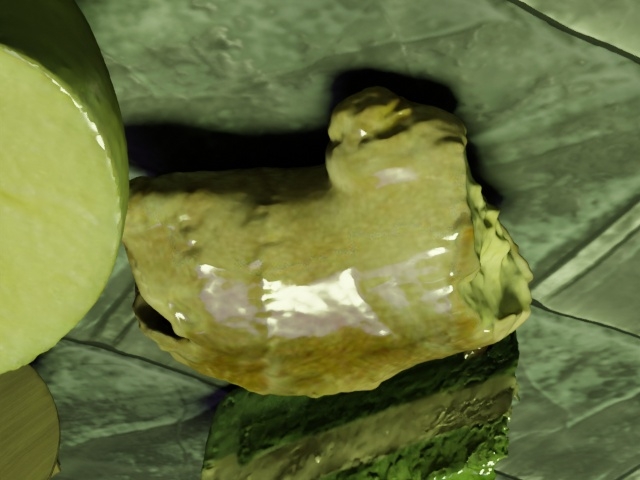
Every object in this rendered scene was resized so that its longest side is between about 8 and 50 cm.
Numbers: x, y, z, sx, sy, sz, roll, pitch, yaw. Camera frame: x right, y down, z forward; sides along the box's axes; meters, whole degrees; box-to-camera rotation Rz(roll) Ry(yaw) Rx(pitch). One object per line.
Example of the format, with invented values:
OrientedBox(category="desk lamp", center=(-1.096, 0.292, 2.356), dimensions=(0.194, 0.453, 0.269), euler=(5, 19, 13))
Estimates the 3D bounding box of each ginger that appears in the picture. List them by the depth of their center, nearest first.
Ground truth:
OrientedBox(category="ginger", center=(0.000, 0.000, 0.899), dimensions=(0.275, 0.130, 0.221), euler=(10, 134, -7))

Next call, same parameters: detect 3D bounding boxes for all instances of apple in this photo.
OrientedBox(category="apple", center=(-0.260, -0.055, 0.733), dimensions=(0.295, 0.233, 0.258), euler=(-8, 153, -27))

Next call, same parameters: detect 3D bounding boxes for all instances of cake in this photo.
OrientedBox(category="cake", center=(0.019, 0.152, 1.086), dimensions=(0.172, 0.158, 0.283), euler=(16, 142, -15))

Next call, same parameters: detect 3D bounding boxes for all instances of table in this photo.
OrientedBox(category="table", center=(-0.288, 0.202, 1.202), dimensions=(0.167, 0.167, 0.227), euler=(3, 154, 0))
